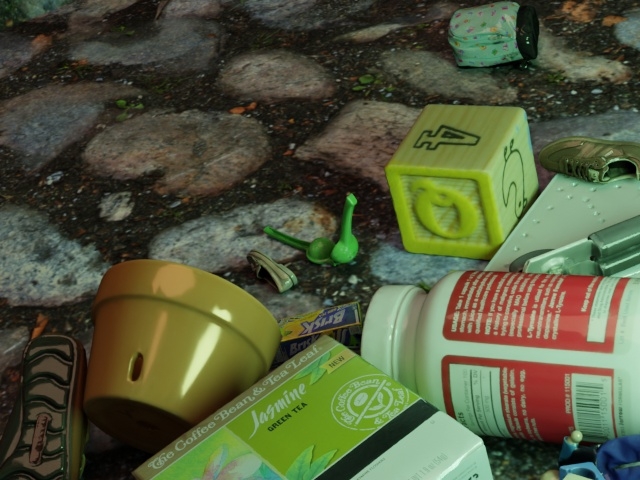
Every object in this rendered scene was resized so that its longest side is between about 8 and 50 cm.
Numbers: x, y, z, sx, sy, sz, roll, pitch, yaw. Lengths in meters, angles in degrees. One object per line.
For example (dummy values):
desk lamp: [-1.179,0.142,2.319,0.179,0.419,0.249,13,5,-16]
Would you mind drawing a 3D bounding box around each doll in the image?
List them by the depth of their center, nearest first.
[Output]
doll: [0.358,0.299,1.550,0.189,0.129,0.046,-23,-5,40]

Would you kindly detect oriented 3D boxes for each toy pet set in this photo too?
toy pet set: [0.316,0.338,1.525,0.122,0.114,0.065,13,30,32]

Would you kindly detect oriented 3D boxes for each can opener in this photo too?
can opener: [0.427,0.005,1.868,0.283,0.076,0.095,-21,36,-9]

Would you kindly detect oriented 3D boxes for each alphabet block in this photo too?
alphabet block: [0.244,-0.102,2.080,0.193,0.192,0.197,3,40,29]

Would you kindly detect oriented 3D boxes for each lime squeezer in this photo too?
lime squeezer: [0.000,0.000,2.124,0.310,0.110,0.059,-17,37,59]

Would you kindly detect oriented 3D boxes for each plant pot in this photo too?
plant pot: [-0.224,0.192,1.817,0.290,0.291,0.204,2,56,25]

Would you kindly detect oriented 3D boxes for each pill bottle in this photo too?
pill bottle: [0.274,0.157,1.675,0.407,0.229,0.229,3,39,25]

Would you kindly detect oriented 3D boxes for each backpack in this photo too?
backpack: [0.359,-0.428,2.547,0.182,0.115,0.152,-5,39,21]

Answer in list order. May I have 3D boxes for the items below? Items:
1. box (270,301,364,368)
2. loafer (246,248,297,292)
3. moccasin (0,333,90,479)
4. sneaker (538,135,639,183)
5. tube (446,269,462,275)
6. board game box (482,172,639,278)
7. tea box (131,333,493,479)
box: [-0.013,0.152,1.951,0.168,0.054,0.059,-13,35,4]
loafer: [-0.094,0.053,2.132,0.039,0.045,0.125,-41,44,-21]
moccasin: [-0.409,0.328,1.787,0.139,0.147,0.380,-5,56,3]
sneaker: [0.457,-0.132,2.054,0.188,0.066,0.071,-1,38,22]
tube: [0.297,0.086,1.808,0.240,0.062,0.070,7,0,37]
board game box: [0.479,0.036,1.913,0.389,0.050,0.390,11,43,34]
tea box: [0.001,0.343,1.536,0.329,0.220,0.323,-34,38,-24]
